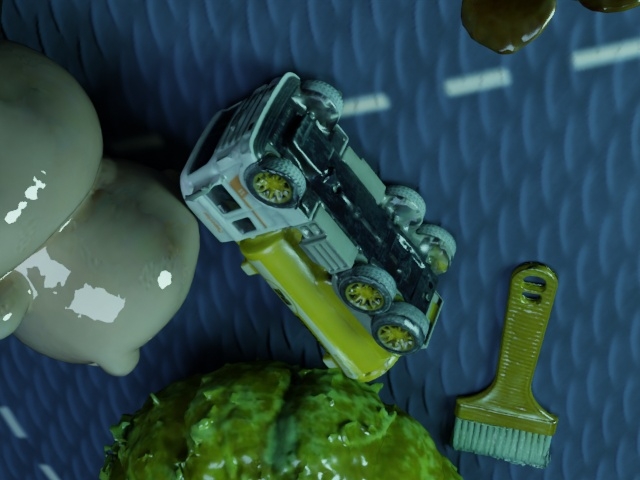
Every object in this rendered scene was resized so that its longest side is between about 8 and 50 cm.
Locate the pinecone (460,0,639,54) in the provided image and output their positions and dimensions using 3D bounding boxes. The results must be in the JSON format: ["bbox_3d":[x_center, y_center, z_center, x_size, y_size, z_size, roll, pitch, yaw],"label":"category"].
[{"bbox_3d":[0.093,-0.212,0.672,0.229,0.202,0.201,49,174,-1],"label":"pinecone"}]

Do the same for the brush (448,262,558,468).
[{"bbox_3d":[0.147,0.097,1.067,0.082,0.010,0.218,12,133,10],"label":"brush"}]

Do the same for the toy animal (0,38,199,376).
[{"bbox_3d":[-0.192,-0.019,0.950,0.221,0.210,0.229,1,97,-22],"label":"toy animal"}]

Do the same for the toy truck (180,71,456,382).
[{"bbox_3d":[0.000,0.000,0.969,0.114,0.098,0.227,-16,126,38],"label":"toy truck"}]

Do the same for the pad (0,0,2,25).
[{"bbox_3d":[-0.351,-0.177,0.994,0.267,0.004,0.181,20,135,2],"label":"pad"}]

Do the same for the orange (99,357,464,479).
[{"bbox_3d":[-0.029,0.228,1.106,0.300,0.223,0.301,-7,128,18],"label":"orange"}]
